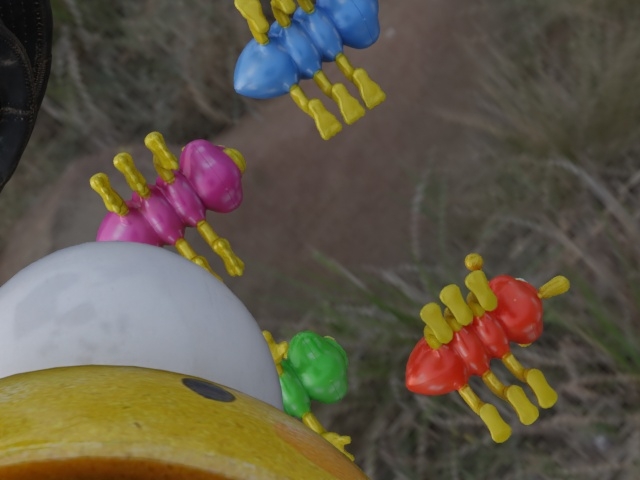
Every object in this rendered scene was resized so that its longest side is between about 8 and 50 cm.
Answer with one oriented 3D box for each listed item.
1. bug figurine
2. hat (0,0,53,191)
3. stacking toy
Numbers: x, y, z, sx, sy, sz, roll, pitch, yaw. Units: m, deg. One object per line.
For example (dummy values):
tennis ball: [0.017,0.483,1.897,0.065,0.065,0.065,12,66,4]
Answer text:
bug figurine: [0.000,0.000,0.977,0.216,0.279,0.072,-32,15,-11]
hat: [-0.278,-0.079,1.141,0.134,0.331,0.331,32,84,41]
stacking toy: [-0.065,0.145,0.487,0.351,0.350,0.480,-35,31,15]
